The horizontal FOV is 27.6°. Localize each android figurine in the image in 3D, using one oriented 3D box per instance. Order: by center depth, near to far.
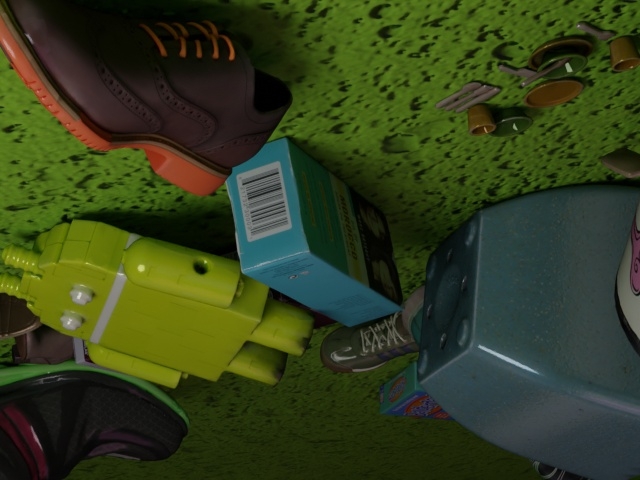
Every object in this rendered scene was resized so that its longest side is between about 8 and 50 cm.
[{"bbox_3d":[-0.149,0.060,1.150,0.273,0.056,0.248,18,152,-12],"label":"android figurine"}]

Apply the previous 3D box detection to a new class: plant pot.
[{"bbox_3d":[0.239,0.081,1.302,0.252,0.247,0.248,14,156,-13],"label":"plant pot"}]

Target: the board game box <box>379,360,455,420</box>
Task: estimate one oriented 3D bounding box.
[{"bbox_3d":[0.213,0.233,1.973,0.210,0.047,0.160,7,158,-15],"label":"board game box"}]

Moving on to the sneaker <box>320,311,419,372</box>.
[{"bbox_3d":[0.095,0.107,1.570,0.192,0.064,0.086,-9,154,-7],"label":"sneaker"}]

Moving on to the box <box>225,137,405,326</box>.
[{"bbox_3d":[0.000,0.000,1.118,0.060,0.100,0.244,-17,161,17],"label":"box"}]

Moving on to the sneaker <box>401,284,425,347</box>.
[{"bbox_3d":[0.251,0.107,1.500,0.302,0.121,0.108,-4,123,-16],"label":"sneaker"}]

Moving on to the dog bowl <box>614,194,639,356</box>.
[{"bbox_3d":[0.399,-0.031,0.859,0.408,0.408,0.150,-11,120,0],"label":"dog bowl"}]

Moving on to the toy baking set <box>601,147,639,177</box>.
[{"bbox_3d":[0.374,-0.050,1.085,0.256,0.197,0.030,-9,119,5],"label":"toy baking set"}]

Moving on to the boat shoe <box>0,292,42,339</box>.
[{"bbox_3d":[-0.323,0.075,1.259,0.135,0.050,0.045,-5,167,15],"label":"boat shoe"}]

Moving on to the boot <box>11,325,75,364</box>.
[{"bbox_3d":[-0.281,0.103,1.383,0.087,0.042,0.118,-10,164,-21],"label":"boot"}]

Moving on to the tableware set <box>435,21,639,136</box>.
[{"bbox_3d":[0.172,-0.114,0.991,0.104,0.024,0.154,7,155,-44],"label":"tableware set"}]

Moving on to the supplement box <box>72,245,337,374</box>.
[{"bbox_3d":[-0.117,0.071,1.311,0.239,0.073,0.130,-17,161,22],"label":"supplement box"}]

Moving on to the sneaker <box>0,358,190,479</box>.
[{"bbox_3d":[-0.374,0.243,1.480,0.483,0.202,0.185,2,159,-33],"label":"sneaker"}]

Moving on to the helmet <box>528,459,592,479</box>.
[{"bbox_3d":[0.360,0.270,1.811,0.169,0.169,0.161,7,137,-43],"label":"helmet"}]

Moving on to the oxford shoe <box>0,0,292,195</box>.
[{"bbox_3d":[-0.104,-0.109,0.783,0.098,0.097,0.271,-36,160,12],"label":"oxford shoe"}]
